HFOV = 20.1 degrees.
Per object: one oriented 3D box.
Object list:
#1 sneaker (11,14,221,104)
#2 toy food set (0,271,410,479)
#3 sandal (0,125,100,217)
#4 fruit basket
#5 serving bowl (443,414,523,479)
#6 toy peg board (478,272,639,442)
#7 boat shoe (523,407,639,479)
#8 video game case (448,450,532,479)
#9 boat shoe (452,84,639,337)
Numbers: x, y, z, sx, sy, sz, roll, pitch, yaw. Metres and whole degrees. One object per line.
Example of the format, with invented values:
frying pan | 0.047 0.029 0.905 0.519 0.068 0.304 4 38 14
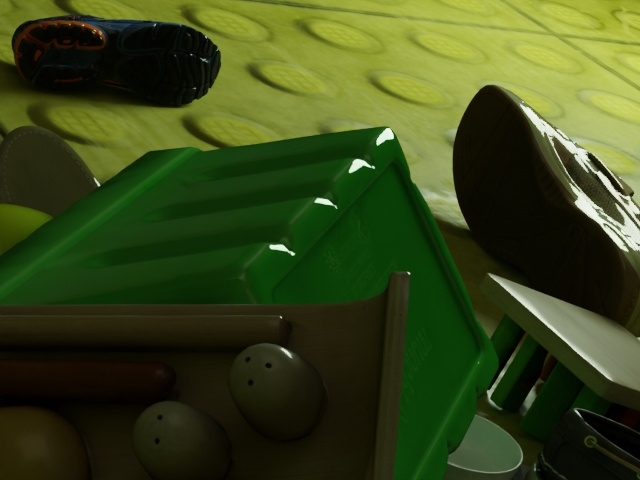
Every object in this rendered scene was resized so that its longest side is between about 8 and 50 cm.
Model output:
sneaker | -0.198 -0.187 1.752 0.221 0.083 0.087 7 19 -30
toy food set | -0.118 0.118 0.733 0.306 0.219 0.092 -1 -20 15
sandal | -0.177 0.035 1.254 0.088 0.079 0.240 -7 55 -42
fruit basket | -0.124 0.089 1.011 0.392 0.283 0.392 -25 9 4
serving bowl | 0.092 0.144 1.211 0.083 0.027 0.083 15 22 -6
toy peg board | 0.201 0.113 1.363 0.160 0.079 0.161 20 16 -40
boat shoe | 0.253 0.176 1.217 0.228 0.068 0.081 18 21 -13
video game case | 0.128 0.174 1.223 0.122 0.011 0.087 15 23 -7
boat shoe | 0.223 -0.020 1.632 0.110 0.121 0.341 10 33 -30
